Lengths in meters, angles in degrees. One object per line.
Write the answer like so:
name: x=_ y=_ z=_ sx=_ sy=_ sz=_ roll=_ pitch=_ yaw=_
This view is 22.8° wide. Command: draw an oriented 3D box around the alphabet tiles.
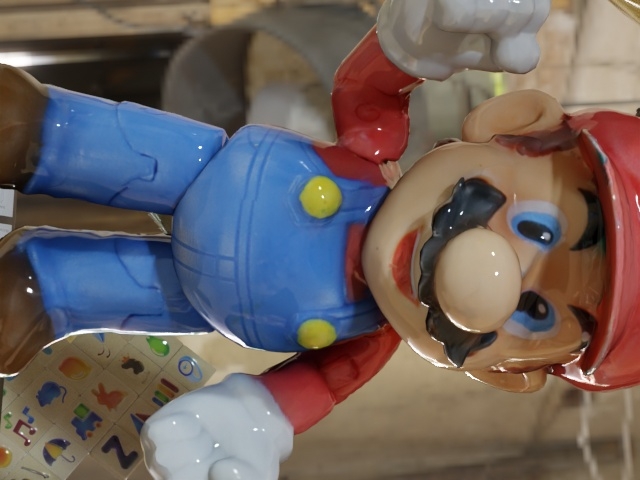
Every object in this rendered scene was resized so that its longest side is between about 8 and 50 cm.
alphabet tiles: x=-0.229 y=0.127 z=1.404 sx=0.237 sy=0.198 sz=0.009 roll=-50 pitch=178 yaw=-44

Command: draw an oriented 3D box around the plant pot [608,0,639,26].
plant pot: x=0.164 y=-0.213 z=0.602 sx=0.239 sy=0.254 sz=0.254 roll=17 pitch=65 yaw=-57

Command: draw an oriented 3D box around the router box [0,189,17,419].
router box: x=-0.340 y=0.061 z=0.952 sx=0.081 sy=0.309 sz=0.242 roll=10 pitch=82 yaw=-70

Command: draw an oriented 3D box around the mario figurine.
mario figurine: x=0.000 y=0.000 z=0.619 sx=0.198 sy=0.321 sz=0.170 roll=77 pitch=20 yaw=-48

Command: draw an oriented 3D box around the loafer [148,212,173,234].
loafer: x=-0.038 y=0.000 z=0.814 sx=0.056 sy=0.148 sz=0.050 roll=-52 pitch=170 yaw=6

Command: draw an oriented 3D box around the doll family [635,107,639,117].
doll family: x=0.245 y=0.020 z=0.960 sx=0.263 sy=0.163 sz=0.118 roll=47 pitch=9 yaw=-2
